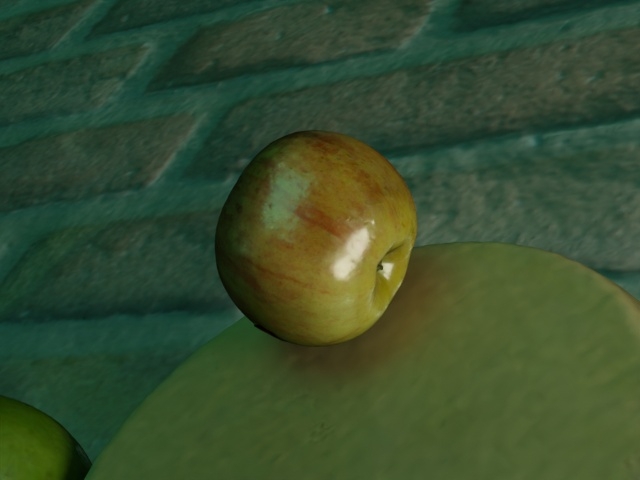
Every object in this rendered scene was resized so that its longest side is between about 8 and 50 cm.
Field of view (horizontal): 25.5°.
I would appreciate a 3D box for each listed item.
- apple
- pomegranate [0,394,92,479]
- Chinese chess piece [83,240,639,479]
[{"bbox_3d":[0.000,0.000,0.548,0.071,0.084,0.084,30,58,20],"label":"apple"},{"bbox_3d":[-0.166,0.166,0.603,0.156,0.156,0.220,-13,64,26],"label":"pomegranate"},{"bbox_3d":[0.026,0.115,0.529,0.273,0.102,0.273,-22,31,14],"label":"Chinese chess piece"}]
